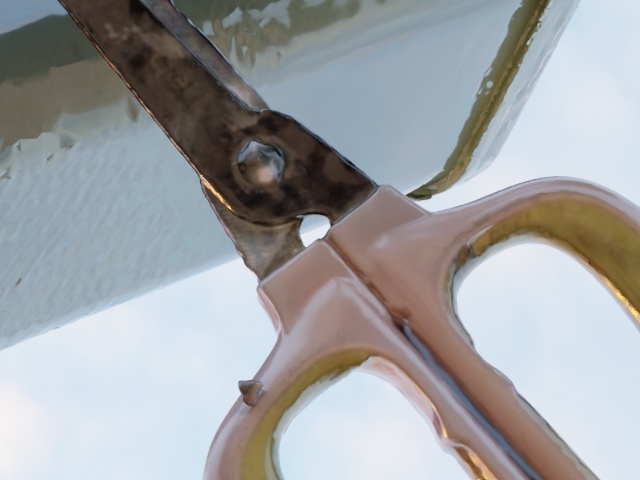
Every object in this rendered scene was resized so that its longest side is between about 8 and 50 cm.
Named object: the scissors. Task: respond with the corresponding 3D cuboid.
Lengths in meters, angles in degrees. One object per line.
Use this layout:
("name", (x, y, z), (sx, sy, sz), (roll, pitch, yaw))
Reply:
("scissors", (0.000, 0.000, 0.542), (0.317, 0.160, 0.024), (48, -19, 13))

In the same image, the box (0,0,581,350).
("box", (-0.132, -0.139, 0.796), (0.352, 0.344, 0.177), (47, -46, 22))
